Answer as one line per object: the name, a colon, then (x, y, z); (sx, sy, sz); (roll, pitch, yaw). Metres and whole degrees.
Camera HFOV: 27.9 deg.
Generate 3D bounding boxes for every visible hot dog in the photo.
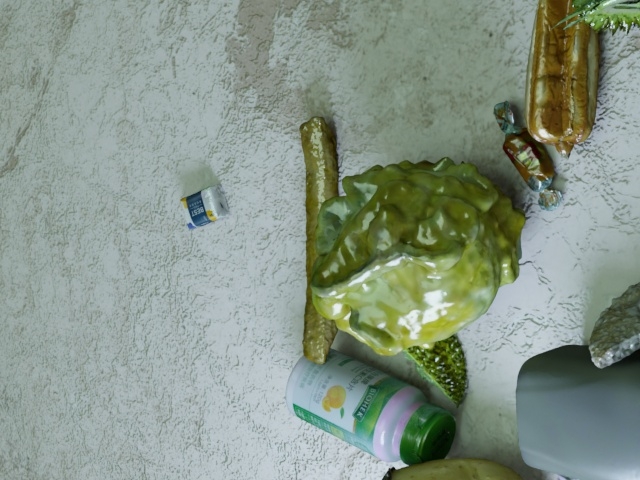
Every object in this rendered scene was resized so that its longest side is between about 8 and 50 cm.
hot dog: (0.343, -0.240, 1.825); (0.102, 0.076, 0.249); (2, 94, 10)

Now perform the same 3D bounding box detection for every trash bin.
trash bin: (0.419, 0.245, 1.783); (0.250, 0.219, 0.219); (3, 99, 45)

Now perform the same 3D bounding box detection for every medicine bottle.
medicine bottle: (0.084, 0.278, 2.108); (0.274, 0.133, 0.133); (22, 112, 33)

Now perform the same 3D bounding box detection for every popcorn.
popcorn: (0.131, 0.014, 1.910); (0.312, 0.312, 0.312); (9, 105, 37)

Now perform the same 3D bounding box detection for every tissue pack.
tissue pack: (-0.210, -0.060, 2.332); (0.083, 0.042, 0.062); (-19, 84, 39)

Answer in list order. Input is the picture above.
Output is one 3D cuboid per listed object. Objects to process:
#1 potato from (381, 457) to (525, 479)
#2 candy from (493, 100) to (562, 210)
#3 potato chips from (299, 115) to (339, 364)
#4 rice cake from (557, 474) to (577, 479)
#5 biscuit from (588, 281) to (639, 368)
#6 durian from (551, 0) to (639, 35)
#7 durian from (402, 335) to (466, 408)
potato: (0.229, 0.443, 1.968); (0.242, 0.242, 0.285); (-2, 120, 39)
candy: (0.304, -0.127, 1.902); (0.053, 0.046, 0.182); (-34, 80, 40)
potato chips: (0.000, 0.000, 2.144); (0.057, 0.080, 0.407); (0, 90, 29)
rice cake: (0.431, 0.449, 1.913); (0.049, 0.055, 0.270); (-34, 80, 43)
biscuit: (0.461, 0.083, 1.748); (0.250, 0.133, 0.032); (-30, 111, 0)
durian: (0.481, -0.350, 1.632); (0.352, 0.169, 0.158); (0, 100, 40)
durian: (0.155, 0.177, 2.069); (0.215, 0.086, 0.100); (44, 137, 21)
